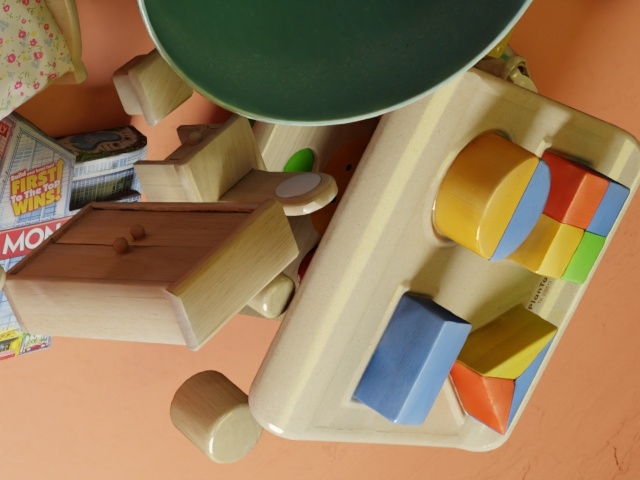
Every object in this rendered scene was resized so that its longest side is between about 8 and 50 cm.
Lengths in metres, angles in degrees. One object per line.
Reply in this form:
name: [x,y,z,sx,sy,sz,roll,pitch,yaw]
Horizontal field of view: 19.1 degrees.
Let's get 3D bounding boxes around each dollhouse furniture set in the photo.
dollhouse furniture set: [-0.155,-0.121,1.211,0.303,0.173,0.356,-43,124,-42]

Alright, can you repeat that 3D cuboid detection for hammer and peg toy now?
hammer and peg toy: [0.000,0.000,1.559,0.266,0.127,0.361,12,107,-52]

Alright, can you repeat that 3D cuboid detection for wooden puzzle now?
wooden puzzle: [0.130,0.036,1.557,0.348,0.080,0.322,14,105,-53]

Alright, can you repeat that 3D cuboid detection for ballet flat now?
ballet flat: [0.180,-0.117,1.729,0.057,0.052,0.168,-49,142,-11]

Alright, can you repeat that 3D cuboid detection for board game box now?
board game box: [-0.203,-0.017,1.380,0.194,0.060,0.194,-14,126,-41]

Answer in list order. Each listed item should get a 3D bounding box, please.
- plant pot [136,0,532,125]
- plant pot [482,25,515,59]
plant pot: [-0.006,-0.249,1.265,0.290,0.195,0.290,-12,133,-14]
plant pot: [0.118,-0.192,1.584,0.081,0.083,0.081,10,109,-50]
